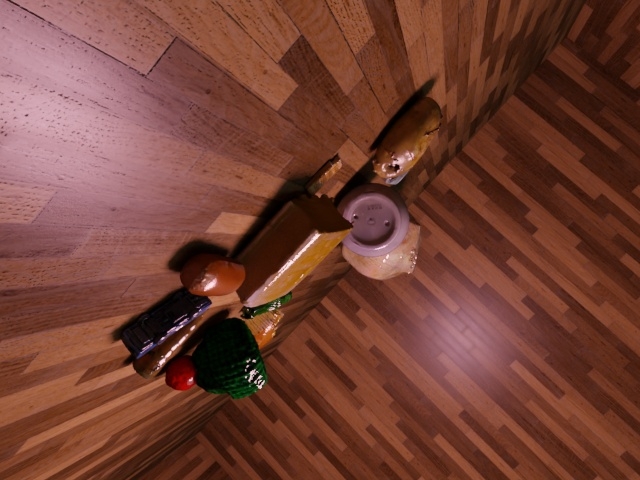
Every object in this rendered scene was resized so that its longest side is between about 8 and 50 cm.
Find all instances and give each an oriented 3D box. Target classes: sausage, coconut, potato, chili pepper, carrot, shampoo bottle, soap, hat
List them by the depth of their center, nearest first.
[{"bbox_3d":[-0.259,0.086,1.295,0.105,0.105,0.274,-46,169,2],"label":"sausage"},{"bbox_3d":[-0.409,0.268,1.508,0.298,0.078,0.078,-47,171,-28],"label":"carrot"},{"bbox_3d":[-0.092,0.024,1.542,0.335,0.156,0.293,-45,170,18],"label":"soap"},{"bbox_3d":[0.288,-0.332,1.740,0.300,0.140,0.173,-51,173,7],"label":"potato"},{"bbox_3d":[-0.368,0.440,1.831,0.332,0.274,0.242,-22,134,-5],"label":"hat"},{"bbox_3d":[0.190,-0.076,1.960,0.273,0.273,0.266,-47,179,5],"label":"shampoo bottle"},{"bbox_3d":[-0.218,0.251,2.127,0.253,0.083,0.099,-27,157,-48],"label":"chili pepper"},{"bbox_3d":[0.324,0.018,2.582,0.404,0.404,0.404,-44,169,-11],"label":"coconut"}]

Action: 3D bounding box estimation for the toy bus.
[{"bbox_3d":[-0.381,0.203,1.314,0.236,0.079,0.094,-36,167,-43],"label":"toy bus"}]

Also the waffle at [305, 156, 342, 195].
[{"bbox_3d":[0.010,-0.187,1.527,0.135,0.021,0.092,-46,169,-1],"label":"waffle"}]

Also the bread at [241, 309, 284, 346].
[{"bbox_3d":[-0.271,0.383,2.270,0.250,0.133,0.179,-51,164,21],"label":"bread"}]

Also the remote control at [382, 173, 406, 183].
[{"bbox_3d":[0.326,-0.291,2.278,0.104,0.052,0.247,-50,168,16],"label":"remote control"}]
